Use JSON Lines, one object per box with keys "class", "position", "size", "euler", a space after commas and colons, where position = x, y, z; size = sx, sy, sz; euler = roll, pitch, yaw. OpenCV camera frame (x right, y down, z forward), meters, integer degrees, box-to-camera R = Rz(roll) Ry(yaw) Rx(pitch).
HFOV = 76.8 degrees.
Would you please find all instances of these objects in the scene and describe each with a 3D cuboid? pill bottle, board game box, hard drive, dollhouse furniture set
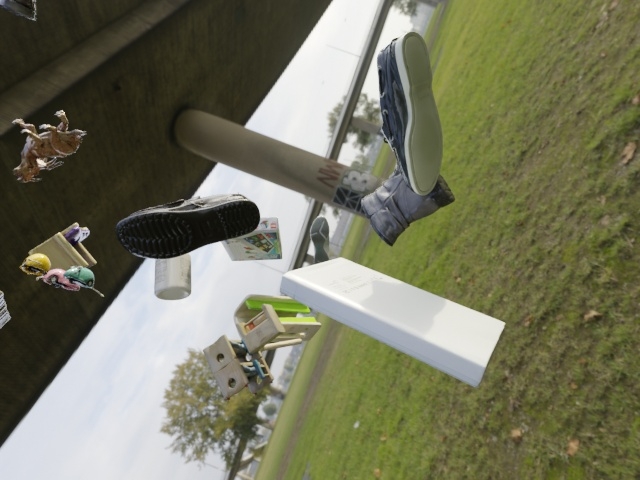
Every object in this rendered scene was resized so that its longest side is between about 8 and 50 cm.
{"class": "pill bottle", "position": [-0.557, 0.100, 1.531], "size": [0.131, 0.131, 0.229], "euler": [106, 157, -61]}
{"class": "board game box", "position": [-0.233, 0.002, 1.380], "size": [0.305, 0.193, 0.053], "euler": [99, 169, -70]}
{"class": "hard drive", "position": [0.134, 0.123, 0.733], "size": [0.233, 0.353, 0.047], "euler": [-9, -64, -59]}
{"class": "dollhouse furniture set", "position": [-0.141, 0.257, 0.930], "size": [0.184, 0.129, 0.129], "euler": [-37, -24, 9]}

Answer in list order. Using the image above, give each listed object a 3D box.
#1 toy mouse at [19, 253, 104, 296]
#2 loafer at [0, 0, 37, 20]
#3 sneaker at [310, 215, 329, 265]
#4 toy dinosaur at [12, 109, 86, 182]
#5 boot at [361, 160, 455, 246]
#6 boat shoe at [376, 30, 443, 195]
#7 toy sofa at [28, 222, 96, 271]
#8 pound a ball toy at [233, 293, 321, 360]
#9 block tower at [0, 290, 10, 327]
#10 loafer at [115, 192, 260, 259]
{"class": "toy mouse", "position": [-0.458, 0.064, 0.732], "size": [0.161, 0.143, 0.031], "euler": [-18, 52, 44]}
{"class": "loafer", "position": [-0.850, -0.686, 1.141], "size": [0.109, 0.302, 0.095], "euler": [14, -75, -46]}
{"class": "sneaker", "position": [0.000, 0.000, 1.140], "size": [0.061, 0.054, 0.152], "euler": [-80, -10, -69]}
{"class": "toy dinosaur", "position": [-0.948, -0.331, 1.435], "size": [0.200, 0.296, 0.127], "euler": [80, 174, -46]}
{"class": "boot", "position": [0.196, -0.164, 1.089], "size": [0.223, 0.118, 0.338], "euler": [-36, 40, 27]}
{"class": "boat shoe", "position": [0.185, -0.270, 0.906], "size": [0.127, 0.113, 0.340], "euler": [-28, -67, -33]}
{"class": "toy sofa", "position": [-0.949, 0.051, 1.554], "size": [0.177, 0.150, 0.362], "euler": [-39, 14, -21]}
{"class": "pound a ball toy", "position": [-0.147, 0.301, 1.329], "size": [0.319, 0.208, 0.135], "euler": [11, -54, -44]}
{"class": "block tower", "position": [-0.664, 0.137, 0.757], "size": [0.335, 0.091, 0.097], "euler": [-28, 28, 50]}
{"class": "loafer", "position": [-0.208, -0.028, 0.650], "size": [0.078, 0.220, 0.080], "euler": [-117, 20, -61]}
